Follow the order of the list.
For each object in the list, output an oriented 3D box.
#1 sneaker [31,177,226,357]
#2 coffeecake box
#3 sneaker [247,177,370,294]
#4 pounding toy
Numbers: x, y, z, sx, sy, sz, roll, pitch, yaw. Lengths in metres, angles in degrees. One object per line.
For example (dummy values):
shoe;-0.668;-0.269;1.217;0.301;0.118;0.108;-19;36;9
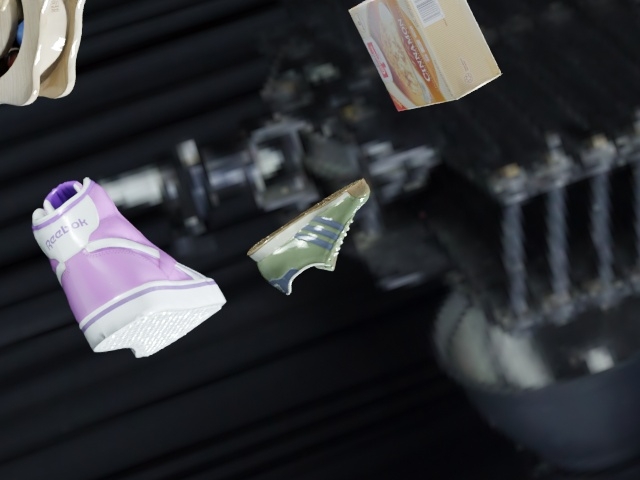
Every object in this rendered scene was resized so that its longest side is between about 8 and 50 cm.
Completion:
sneaker;-0.176;0.016;1.576;0.161;0.102;0.282;57;3;10
coffeecake box;0.121;-0.237;2.065;0.142;0.068;0.185;63;-17;-8
sneaker;0.000;0.000;2.355;0.086;0.192;0.064;58;-14;-6
pounding toy;-0.368;-0.274;1.949;0.154;0.155;0.269;22;-67;26
